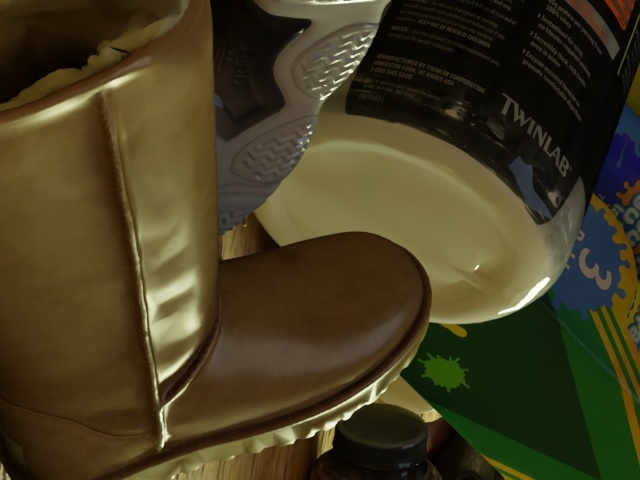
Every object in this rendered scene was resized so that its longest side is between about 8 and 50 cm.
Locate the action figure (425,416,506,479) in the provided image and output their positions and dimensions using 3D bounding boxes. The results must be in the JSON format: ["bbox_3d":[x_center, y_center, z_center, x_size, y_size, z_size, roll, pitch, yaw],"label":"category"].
[{"bbox_3d":[0.213,0.156,1.491,0.370,0.248,0.276,-32,113,-48],"label":"action figure"}]

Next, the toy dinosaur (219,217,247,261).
[{"bbox_3d":[-0.065,-0.050,0.835,0.112,0.064,0.212,-146,-109,-83],"label":"toy dinosaur"}]

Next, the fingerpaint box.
[{"bbox_3d":[0.259,0.002,1.269,0.371,0.163,0.445,45,46,-13],"label":"fingerpaint box"}]

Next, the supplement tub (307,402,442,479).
[{"bbox_3d":[0.037,0.226,1.188,0.106,0.106,0.198,-38,136,-61],"label":"supplement tub"}]

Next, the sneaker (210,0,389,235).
[{"bbox_3d":[-0.056,-0.116,0.717,0.101,0.153,0.268,7,133,-41],"label":"sneaker"}]

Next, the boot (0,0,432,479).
[{"bbox_3d":[-0.051,-0.006,0.645,0.236,0.089,0.270,-28,146,-20],"label":"boot"}]

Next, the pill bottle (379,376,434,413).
[{"bbox_3d":[0.096,0.063,1.273,0.160,0.087,0.087,-58,152,-44],"label":"pill bottle"}]

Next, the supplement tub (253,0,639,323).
[{"bbox_3d":[0.101,-0.134,0.989,0.207,0.207,0.338,76,33,-51],"label":"supplement tub"}]
